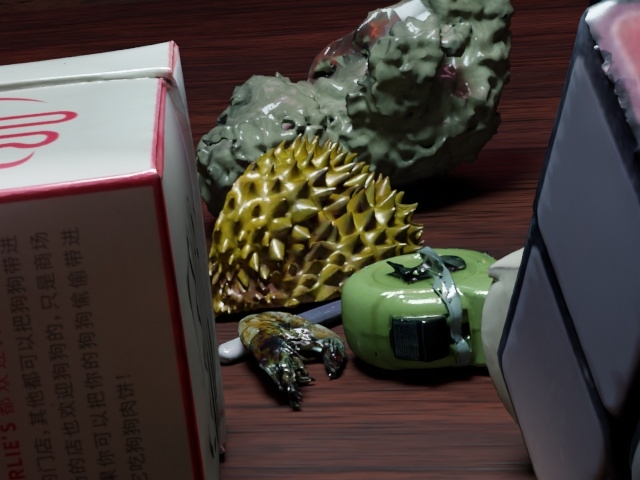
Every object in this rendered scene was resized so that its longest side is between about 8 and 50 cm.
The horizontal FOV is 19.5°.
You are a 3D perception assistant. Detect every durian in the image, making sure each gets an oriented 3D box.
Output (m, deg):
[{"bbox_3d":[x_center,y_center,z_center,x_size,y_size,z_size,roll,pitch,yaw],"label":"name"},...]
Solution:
[{"bbox_3d":[0.010,-0.009,1.788,0.187,0.153,0.260,22,30,6],"label":"durian"}]

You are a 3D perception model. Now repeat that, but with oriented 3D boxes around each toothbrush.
[{"bbox_3d":[0.025,0.059,1.689,0.288,0.026,0.024,-19,35,-33],"label":"toothbrush"}]

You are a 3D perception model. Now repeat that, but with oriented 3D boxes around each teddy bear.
[{"bbox_3d":[0.016,-0.143,1.998,0.368,0.224,0.357,-14,-15,-28],"label":"teddy bear"}]

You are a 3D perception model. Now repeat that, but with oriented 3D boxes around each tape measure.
[{"bbox_3d":[0.095,0.055,1.571,0.154,0.087,0.177,-13,16,-18],"label":"tape measure"}]

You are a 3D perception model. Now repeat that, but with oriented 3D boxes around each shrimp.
[{"bbox_3d":[-0.018,0.092,1.564,0.091,0.034,0.161,-1,21,-10],"label":"shrimp"}]

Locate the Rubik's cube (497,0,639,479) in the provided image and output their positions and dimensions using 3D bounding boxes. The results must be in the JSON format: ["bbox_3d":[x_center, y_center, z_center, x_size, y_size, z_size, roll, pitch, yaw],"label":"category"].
[{"bbox_3d":[0.281,0.076,0.870,0.318,0.316,0.313,-9,56,-10],"label":"Rubik's cube"}]

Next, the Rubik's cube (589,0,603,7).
[{"bbox_3d":[0.436,-0.112,1.662,0.294,0.283,0.288,-13,19,-24],"label":"Rubik's cube"}]

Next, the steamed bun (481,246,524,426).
[{"bbox_3d":[0.240,0.081,1.298,0.242,0.164,0.146,0,15,40],"label":"steamed bun"}]

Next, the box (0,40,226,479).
[{"bbox_3d":[-0.231,0.061,1.292,0.312,0.314,0.300,-7,20,-2],"label":"box"}]
